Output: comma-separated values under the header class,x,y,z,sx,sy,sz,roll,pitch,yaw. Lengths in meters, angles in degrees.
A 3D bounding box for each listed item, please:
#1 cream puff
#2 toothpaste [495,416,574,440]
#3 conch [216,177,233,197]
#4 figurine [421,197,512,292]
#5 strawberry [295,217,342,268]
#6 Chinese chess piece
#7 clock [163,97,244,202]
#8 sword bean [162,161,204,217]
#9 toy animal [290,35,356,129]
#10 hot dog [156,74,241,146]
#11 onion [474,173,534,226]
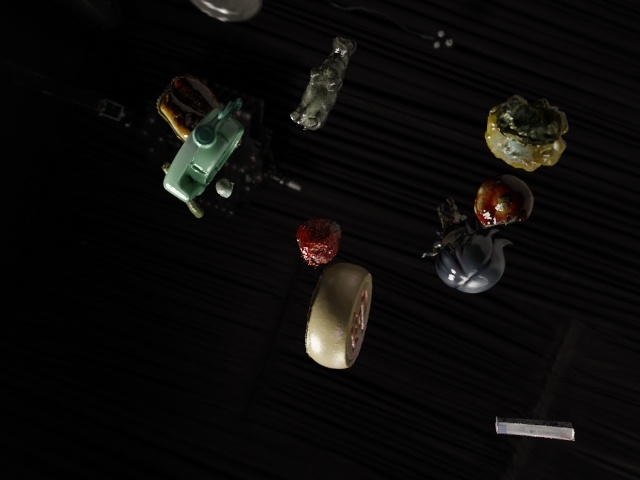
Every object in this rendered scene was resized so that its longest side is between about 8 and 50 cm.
class,x,y,z,sx,sy,sz,roll,pitch,yaw
cream puff,0.559,-0.297,1.230,0.195,0.220,0.195,-53,-12,-16
toothpaste,0.592,0.522,1.262,0.047,0.196,0.040,-2,-91,-72
conch,-0.381,-0.209,1.791,0.085,0.056,0.076,-3,83,60
figurine,0.380,0.013,1.174,0.175,0.196,0.265,98,-166,-49
strawberry,0.000,-0.001,0.923,0.106,0.106,0.106,21,-90,-89
Chinese chess piece,0.052,0.192,1.179,0.270,0.112,0.270,11,-90,-73
clock,-0.190,-0.161,0.785,0.189,0.060,0.148,-51,10,23
sword bean,-0.463,-0.165,1.547,0.269,0.038,0.043,69,174,-53
toy animal,0.024,-0.506,1.434,0.344,0.106,0.168,-63,-2,-1
hot dog,-0.348,-0.351,1.312,0.162,0.270,0.082,-42,4,-15
onion,0.386,-0.086,0.962,0.118,0.117,0.119,-8,-90,-74
